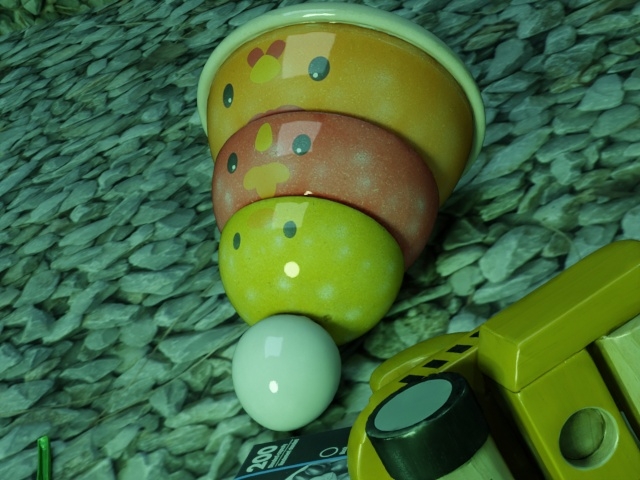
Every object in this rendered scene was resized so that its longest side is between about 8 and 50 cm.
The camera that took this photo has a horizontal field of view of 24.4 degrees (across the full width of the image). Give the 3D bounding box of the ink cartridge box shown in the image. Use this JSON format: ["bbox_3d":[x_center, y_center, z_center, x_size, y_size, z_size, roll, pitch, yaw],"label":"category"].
[{"bbox_3d":[-0.046,0.252,1.409,0.208,0.045,0.206,-16,16,21],"label":"ink cartridge box"}]

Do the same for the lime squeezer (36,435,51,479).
[{"bbox_3d":[-0.325,0.281,1.597,0.059,0.110,0.310,-42,-5,4],"label":"lime squeezer"}]

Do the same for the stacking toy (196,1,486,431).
[{"bbox_3d":[0.000,0.000,1.662,0.351,0.350,0.479,-13,46,25],"label":"stacking toy"}]

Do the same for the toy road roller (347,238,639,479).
[{"bbox_3d":[0.177,0.146,1.282,0.330,0.202,0.240,-31,16,-7],"label":"toy road roller"}]
